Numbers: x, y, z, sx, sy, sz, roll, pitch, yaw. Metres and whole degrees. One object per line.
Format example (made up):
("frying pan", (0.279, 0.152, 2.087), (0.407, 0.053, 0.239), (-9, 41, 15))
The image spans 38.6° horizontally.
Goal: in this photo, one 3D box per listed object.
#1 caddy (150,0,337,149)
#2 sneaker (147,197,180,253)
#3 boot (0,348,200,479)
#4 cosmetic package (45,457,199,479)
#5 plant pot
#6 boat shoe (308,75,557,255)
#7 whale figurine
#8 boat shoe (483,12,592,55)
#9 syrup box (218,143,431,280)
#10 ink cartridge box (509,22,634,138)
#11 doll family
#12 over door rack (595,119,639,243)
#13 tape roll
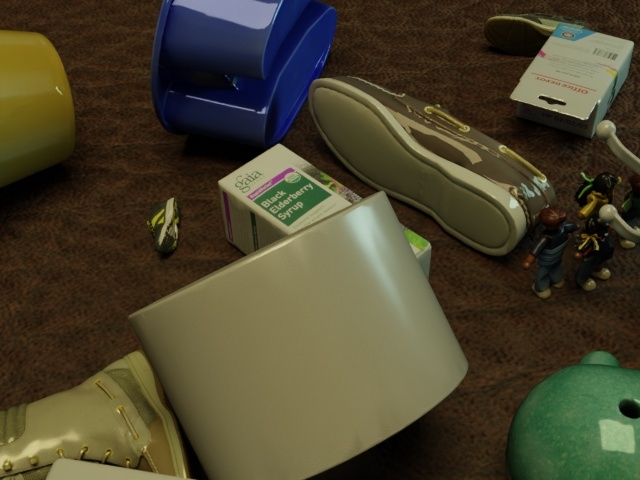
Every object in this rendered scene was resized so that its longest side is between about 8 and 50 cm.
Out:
("caddy", (-0.103, -0.275, 1.164), (0.179, 0.241, 0.341), (16, 49, 12))
("sneaker", (-0.186, -0.014, 1.070), (0.035, 0.031, 0.083), (-11, 41, 13))
("boot", (-0.204, 0.202, 0.829), (0.165, 0.077, 0.213), (-21, 40, -16))
("cosmetic package", (-0.136, 0.390, 0.591), (0.230, 0.161, 0.453), (7, 47, 11))
("plant pot", (-0.433, -0.152, 1.083), (0.239, 0.254, 0.254), (-17, 46, -31))
("boat shoe", (0.124, -0.106, 1.076), (0.324, 0.116, 0.097), (36, 54, 27))
("whale figurine", (0.294, 0.166, 0.783), (0.272, 0.141, 0.216), (-16, 47, -11))
("boat shoe", (0.303, -0.289, 1.276), (0.152, 0.056, 0.049), (12, 43, 3))
("syrup box", (0.000, 0.000, 0.994), (0.093, 0.096, 0.237), (-35, 55, -28))
("ink cartridge box", (0.321, -0.198, 1.178), (0.104, 0.061, 0.181), (21, 51, 23))
("doll family", (0.288, -0.016, 0.975), (0.076, 0.111, 0.193), (28, 55, 27))
("over door rack", (0.385, -0.180, 0.904), (0.108, 0.239, 0.324), (31, 57, 2))
("tape roll", (-0.018, 0.084, 0.783), (0.246, 0.246, 0.169), (-28, 92, -20))
